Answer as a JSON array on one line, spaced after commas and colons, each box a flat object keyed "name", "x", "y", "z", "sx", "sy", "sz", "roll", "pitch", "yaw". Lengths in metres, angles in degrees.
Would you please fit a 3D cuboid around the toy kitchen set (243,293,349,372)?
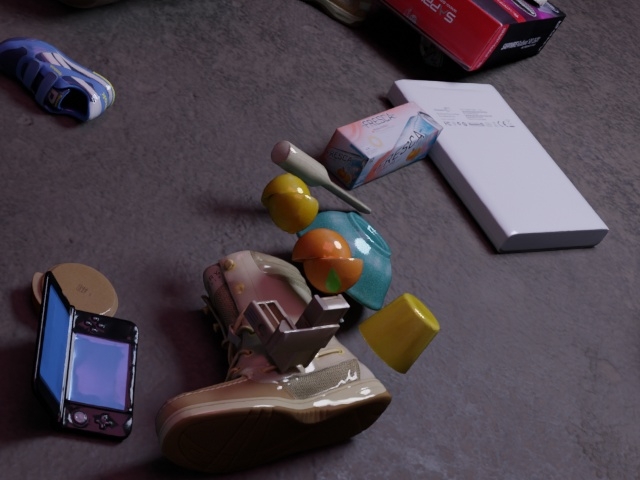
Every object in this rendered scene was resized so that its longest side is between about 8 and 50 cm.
[{"name": "toy kitchen set", "x": -0.035, "y": 0.066, "z": 1.065, "sx": 0.068, "sy": 0.083, "sz": 0.075, "roll": -4, "pitch": 47, "yaw": -45}]

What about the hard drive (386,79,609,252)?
[{"name": "hard drive", "x": 0.247, "y": -0.110, "z": 1.666, "sx": 0.203, "sy": 0.040, "sz": 0.307, "roll": -3, "pitch": 48, "yaw": -37}]

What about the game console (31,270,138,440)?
[{"name": "game console", "x": -0.207, "y": 0.103, "z": 1.051, "sx": 0.107, "sy": 0.071, "sz": 0.122, "roll": 15, "pitch": 53, "yaw": -22}]

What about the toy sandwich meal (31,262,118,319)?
[{"name": "toy sandwich meal", "x": -0.237, "y": 0.056, "z": 1.141, "sx": 0.085, "sy": 0.029, "sz": 0.086, "roll": 22, "pitch": 37, "yaw": -18}]

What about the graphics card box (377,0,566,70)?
[{"name": "graphics card box", "x": 0.233, "y": -0.383, "z": 1.881, "sx": 0.233, "sy": 0.094, "sz": 0.371, "roll": 41, "pitch": 25, "yaw": 14}]

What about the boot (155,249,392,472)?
[{"name": "boot", "x": -0.077, "y": 0.107, "z": 1.136, "sx": 0.262, "sy": 0.095, "sz": 0.203, "roll": -5, "pitch": 50, "yaw": -41}]

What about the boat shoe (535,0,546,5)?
[{"name": "boat shoe", "x": 0.346, "y": -0.466, "z": 1.964, "sx": 0.084, "sy": 0.079, "sz": 0.233, "roll": 24, "pitch": 25, "yaw": -21}]

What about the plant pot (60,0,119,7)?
[{"name": "plant pot", "x": -0.248, "y": -0.447, "z": 1.527, "sx": 0.323, "sy": 0.323, "sz": 0.280, "roll": 39, "pitch": 53, "yaw": 11}]

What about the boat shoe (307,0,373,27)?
[{"name": "boat shoe", "x": -0.004, "y": -0.403, "z": 1.803, "sx": 0.190, "sy": 0.072, "sz": 0.068, "roll": 27, "pitch": 36, "yaw": -5}]

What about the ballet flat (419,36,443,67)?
[{"name": "ballet flat", "x": 0.175, "y": -0.308, "z": 1.850, "sx": 0.041, "sy": 0.041, "sz": 0.114, "roll": 25, "pitch": 36, "yaw": -9}]

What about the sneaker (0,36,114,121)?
[{"name": "sneaker", "x": -0.308, "y": -0.183, "z": 1.349, "sx": 0.144, "sy": 0.053, "sz": 0.059, "roll": 25, "pitch": 39, "yaw": -6}]

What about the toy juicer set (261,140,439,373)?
[{"name": "toy juicer set", "x": 0.000, "y": 0.000, "z": 1.290, "sx": 0.209, "sy": 0.089, "sz": 0.329, "roll": 39, "pitch": 14, "yaw": -28}]

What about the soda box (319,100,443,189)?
[{"name": "soda box", "x": 0.082, "y": -0.127, "z": 1.554, "sx": 0.063, "sy": 0.058, "sz": 0.183, "roll": 44, "pitch": 39, "yaw": 17}]
